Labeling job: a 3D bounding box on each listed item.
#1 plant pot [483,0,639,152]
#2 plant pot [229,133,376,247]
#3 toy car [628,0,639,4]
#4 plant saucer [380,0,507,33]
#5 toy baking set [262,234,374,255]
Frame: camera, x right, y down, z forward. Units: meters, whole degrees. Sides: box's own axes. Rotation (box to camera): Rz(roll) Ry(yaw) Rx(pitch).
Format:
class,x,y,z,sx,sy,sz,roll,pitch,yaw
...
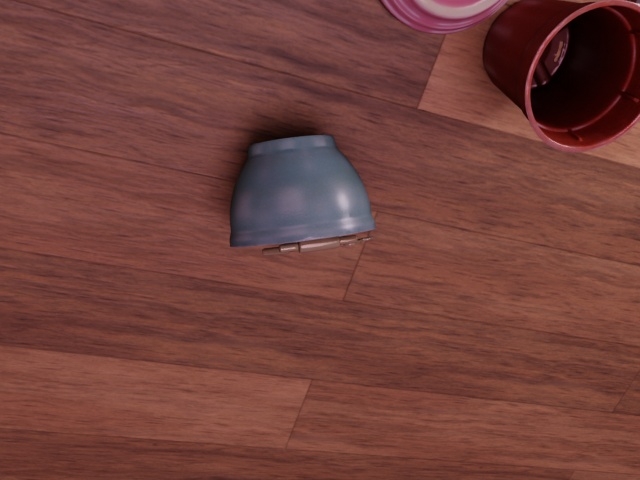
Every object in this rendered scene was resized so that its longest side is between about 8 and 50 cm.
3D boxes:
class,x,y,z,sx,sy,sz,roll,pitch,yaw
plant pot,0.462,-0.345,1.264,0.272,0.265,0.272,-6,120,-10
plant pot,-0.046,-0.102,1.293,0.293,0.293,0.196,-7,94,-10
toy car,0.729,-0.474,1.300,0.149,0.188,0.155,-9,120,-9
plant saucer,0.251,-0.547,1.205,0.332,0.084,0.332,-6,121,-10
toy baking set,0.000,0.000,1.400,0.256,0.197,0.030,-8,93,-7
